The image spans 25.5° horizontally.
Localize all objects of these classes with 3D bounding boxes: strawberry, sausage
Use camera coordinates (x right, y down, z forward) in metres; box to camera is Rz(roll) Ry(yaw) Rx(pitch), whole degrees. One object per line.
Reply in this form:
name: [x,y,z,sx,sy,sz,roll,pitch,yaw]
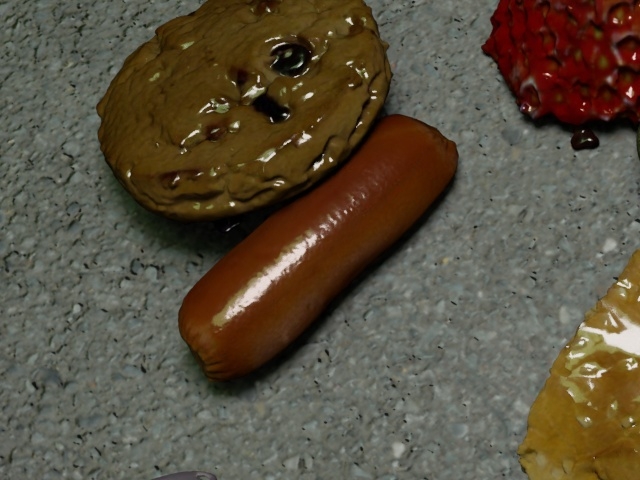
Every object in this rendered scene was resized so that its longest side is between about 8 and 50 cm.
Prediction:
strawberry: [0.234,-0.222,1.213,0.234,0.178,0.234,-10,55,14]
sausage: [0.000,0.000,1.196,0.300,0.083,0.089,-45,50,-14]

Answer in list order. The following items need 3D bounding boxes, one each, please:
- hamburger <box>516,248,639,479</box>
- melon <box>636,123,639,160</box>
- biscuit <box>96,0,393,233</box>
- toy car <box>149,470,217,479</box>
hamburger: [0.313,0.093,1.023,0.209,0.162,0.330,28,67,27]
melon: [0.333,-0.102,1.162,0.162,0.099,0.099,-34,59,-9]
biscuit: [-0.074,-0.137,1.258,0.296,0.075,0.296,-14,45,14]
toy car: [-0.112,0.323,0.936,0.242,0.226,0.336,-20,19,-21]
